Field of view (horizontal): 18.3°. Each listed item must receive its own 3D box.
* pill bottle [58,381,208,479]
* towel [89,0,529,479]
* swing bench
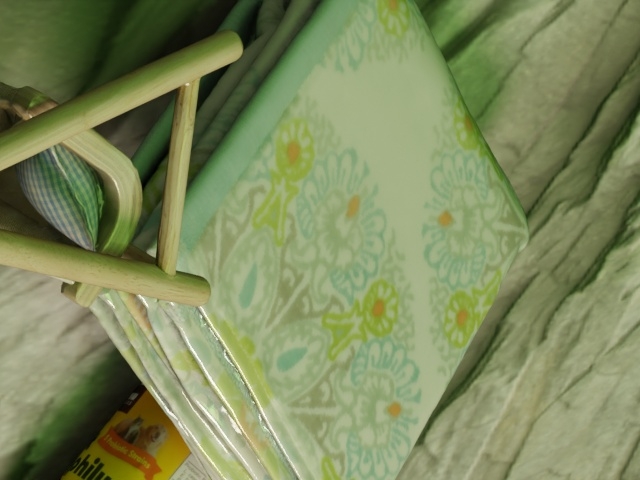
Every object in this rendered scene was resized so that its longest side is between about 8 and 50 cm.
[{"bbox_3d":[-0.119,0.180,1.444,0.215,0.117,0.117,-50,136,-14],"label":"pill bottle"},{"bbox_3d":[0.000,0.000,1.408,0.374,0.090,0.320,-57,134,-33],"label":"towel"},{"bbox_3d":[-0.225,-0.063,1.124,0.254,0.253,0.165,-9,115,-41],"label":"swing bench"}]
